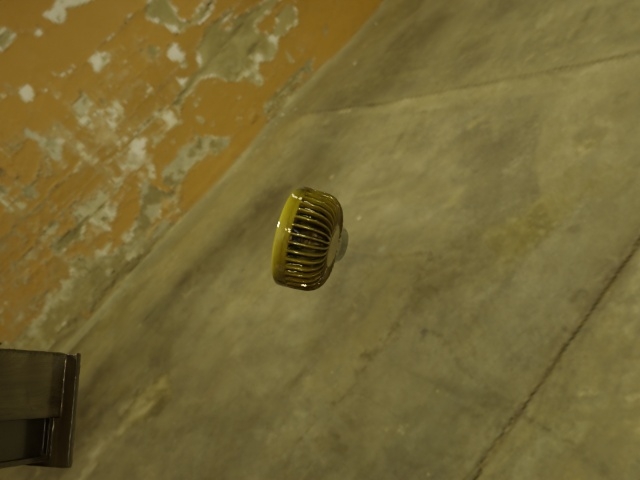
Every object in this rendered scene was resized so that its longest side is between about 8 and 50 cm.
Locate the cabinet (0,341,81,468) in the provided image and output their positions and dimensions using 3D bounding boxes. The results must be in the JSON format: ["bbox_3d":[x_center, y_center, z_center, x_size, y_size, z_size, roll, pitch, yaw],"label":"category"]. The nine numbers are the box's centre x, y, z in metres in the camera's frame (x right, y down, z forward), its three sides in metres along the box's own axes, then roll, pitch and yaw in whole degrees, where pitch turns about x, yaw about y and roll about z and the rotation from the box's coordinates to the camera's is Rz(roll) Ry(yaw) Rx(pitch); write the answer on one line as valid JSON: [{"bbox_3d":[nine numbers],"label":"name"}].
[{"bbox_3d":[-0.420,0.188,0.835,0.215,0.175,0.148,-1,79,17],"label":"cabinet"}]

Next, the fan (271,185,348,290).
[{"bbox_3d":[0.000,0.000,0.618,0.155,0.039,0.082,1,-78,-78],"label":"fan"}]
